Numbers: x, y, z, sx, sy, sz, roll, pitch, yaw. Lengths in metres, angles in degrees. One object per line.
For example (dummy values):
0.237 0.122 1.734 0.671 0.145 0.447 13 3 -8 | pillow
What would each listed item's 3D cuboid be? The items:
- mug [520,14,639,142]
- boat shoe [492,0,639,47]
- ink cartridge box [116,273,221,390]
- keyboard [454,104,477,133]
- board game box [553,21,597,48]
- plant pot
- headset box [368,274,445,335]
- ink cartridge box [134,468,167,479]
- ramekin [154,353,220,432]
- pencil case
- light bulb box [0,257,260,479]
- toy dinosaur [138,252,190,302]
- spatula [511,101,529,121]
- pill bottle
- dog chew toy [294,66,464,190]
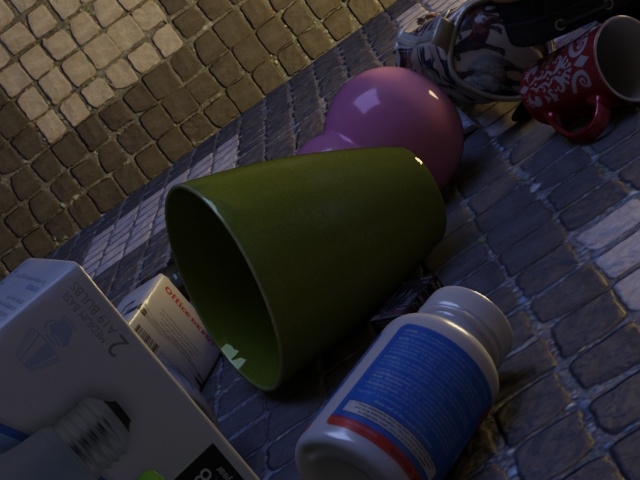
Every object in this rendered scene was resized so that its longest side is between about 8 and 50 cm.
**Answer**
0.335 -0.204 1.637 0.150 0.113 0.169 -43 12 -27 | mug
0.431 -0.375 1.739 0.500 0.156 0.187 -19 14 -29 | boat shoe
-0.236 0.163 1.755 0.086 0.148 0.203 -32 15 26 | ink cartridge box
0.119 -0.143 1.952 0.256 0.014 0.072 -26 40 -14 | keyboard
0.414 -0.350 2.062 0.090 0.020 0.090 -38 15 4 | board game box
0.000 0.000 1.567 0.293 0.275 0.275 -26 10 -23 | plant pot
0.101 0.081 1.460 0.083 0.032 0.062 -45 17 -33 | headset box
-0.155 0.338 0.973 0.255 0.189 0.097 -43 17 -16 | ink cartridge box
-0.208 0.230 1.402 0.207 0.207 0.109 -43 25 -20 | ramekin
0.225 -0.296 1.973 0.160 0.183 0.410 -61 10 1 | pencil case
-0.263 0.262 1.114 0.361 0.358 0.225 -43 14 -17 | light bulb box
-0.258 0.090 2.090 0.313 0.121 0.160 -31 2 7 | toy dinosaur
0.392 -0.274 1.864 0.296 0.030 0.084 -39 14 -6 | spatula
0.085 0.144 1.130 0.124 0.124 0.221 -18 24 51 | pill bottle
0.051 -0.087 1.784 0.332 0.206 0.206 -48 17 -10 | dog chew toy
